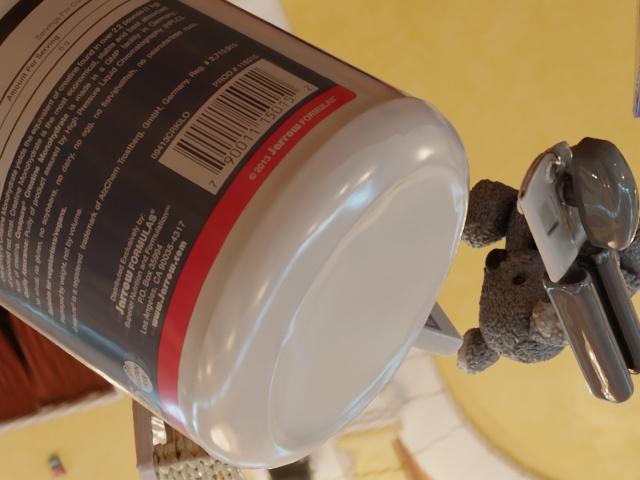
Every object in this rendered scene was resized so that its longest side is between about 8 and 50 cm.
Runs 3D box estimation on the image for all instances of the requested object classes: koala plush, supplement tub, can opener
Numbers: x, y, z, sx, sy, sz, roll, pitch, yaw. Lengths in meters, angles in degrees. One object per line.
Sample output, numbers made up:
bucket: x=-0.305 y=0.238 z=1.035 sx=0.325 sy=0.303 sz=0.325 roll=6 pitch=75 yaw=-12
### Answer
koala plush: x=0.244 y=0.049 z=1.365 sx=0.196 sy=0.203 sz=0.221 roll=-23 pitch=-156 yaw=46
supplement tub: x=-0.082 y=-0.031 z=0.627 sx=0.272 sy=0.191 sz=0.191 roll=31 pitch=-142 yaw=25
can opener: x=0.237 y=0.034 z=1.081 sx=0.093 sy=0.280 sz=0.074 roll=17 pitch=-126 yaw=42

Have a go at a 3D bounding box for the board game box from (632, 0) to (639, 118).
board game box: x=0.518 y=-0.254 z=1.458 sx=0.291 sy=0.141 sz=0.232 roll=6 pitch=-135 yaw=11

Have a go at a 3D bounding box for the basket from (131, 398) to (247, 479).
basket: x=-0.135 y=0.236 z=1.345 sx=0.103 sy=0.167 sz=0.113 roll=-10 pitch=-133 yaw=-3

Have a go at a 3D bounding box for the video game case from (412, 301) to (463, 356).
video game case: x=0.000 y=0.000 z=0.944 sx=0.201 sy=0.183 sz=0.023 roll=19 pitch=119 yaw=-44
